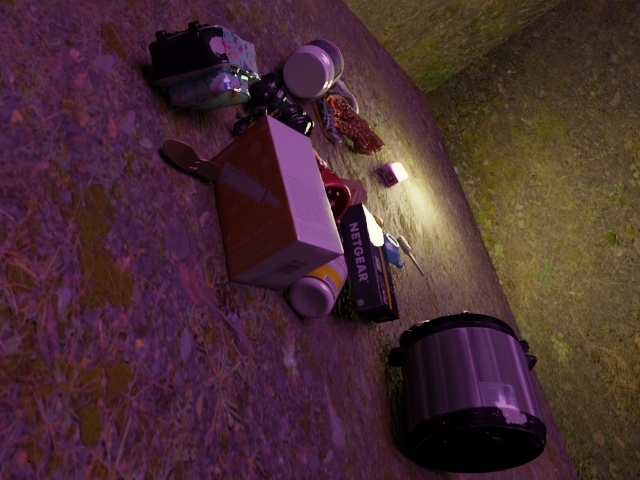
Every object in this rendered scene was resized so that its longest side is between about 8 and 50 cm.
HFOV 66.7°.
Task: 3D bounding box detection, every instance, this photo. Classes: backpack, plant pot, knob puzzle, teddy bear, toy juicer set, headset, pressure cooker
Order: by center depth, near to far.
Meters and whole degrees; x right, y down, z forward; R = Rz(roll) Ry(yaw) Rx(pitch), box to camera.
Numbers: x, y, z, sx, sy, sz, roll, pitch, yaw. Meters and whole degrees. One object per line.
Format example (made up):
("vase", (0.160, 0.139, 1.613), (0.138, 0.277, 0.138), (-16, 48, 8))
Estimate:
("backpack", (-0.276, -0.437, 1.245), (0.253, 0.225, 0.190), (-40, 121, -66))
("plant pot", (-0.038, -0.134, 1.362), (0.191, 0.191, 0.174), (20, 27, -50))
("pressure cooker", (0.427, 0.411, 1.415), (0.370, 0.376, 0.420), (37, 36, -31))
("headset", (-0.154, -0.393, 1.532), (0.243, 0.185, 0.394), (50, 14, -6))
("knob puzzle", (0.086, -0.115, 1.596), (0.030, 0.213, 0.213), (32, 9, 37))
("toy juicer set", (0.227, 0.008, 1.789), (0.329, 0.089, 0.209), (34, 24, -26))
("teddy bear", (0.126, -0.493, 2.091), (0.338, 0.113, 0.245), (42, 25, -15))

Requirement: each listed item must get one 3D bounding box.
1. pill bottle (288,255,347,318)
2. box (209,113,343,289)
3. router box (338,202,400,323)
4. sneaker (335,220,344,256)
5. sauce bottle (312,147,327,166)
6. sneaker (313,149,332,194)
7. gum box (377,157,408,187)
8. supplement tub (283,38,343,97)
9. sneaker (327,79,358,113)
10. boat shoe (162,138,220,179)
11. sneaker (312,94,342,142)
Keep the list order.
("pill bottle", (0.002, 0.104, 1.287), (0.117, 0.117, 0.215), (54, 28, -11))
("box", (-0.114, -0.086, 1.174), (0.168, 0.215, 0.345), (19, 47, -49))
("router box", (0.147, 0.075, 1.447), (0.243, 0.081, 0.308), (42, 36, -62))
("sneaker", (0.000, 0.000, 1.456), (0.128, 0.087, 0.221), (17, 53, -20))
("sauce bottle", (-0.025, -0.294, 1.699), (0.128, 0.042, 0.042), (40, 34, -29))
("sneaker", (0.002, -0.219, 1.574), (0.240, 0.091, 0.126), (41, -3, -33))
("gum box", (0.341, -0.318, 2.290), (0.107, 0.062, 0.188), (59, 28, -1))
("supplement tub", (-0.026, -0.669, 1.894), (0.191, 0.191, 0.272), (52, 29, -15))
("sneaker", (0.101, -0.667, 2.210), (0.232, 0.090, 0.115), (53, 25, -13))
("boat shoe", (-0.308, -0.191, 1.147), (0.153, 0.048, 0.056), (25, 88, -42))
("sneaker", (0.041, -0.490, 1.950), (0.084, 0.083, 0.214), (-4, 68, -61))
